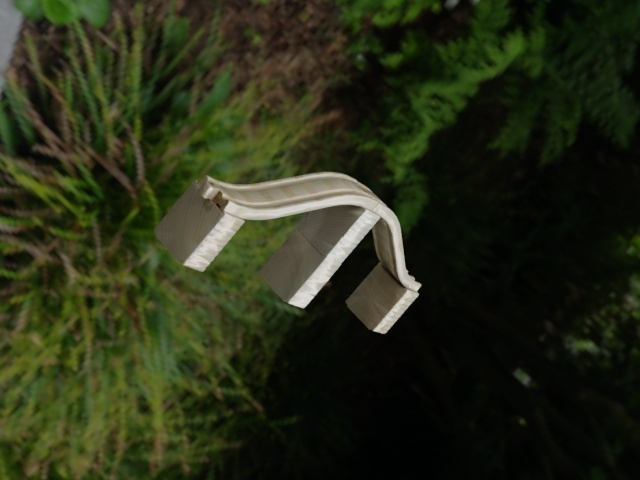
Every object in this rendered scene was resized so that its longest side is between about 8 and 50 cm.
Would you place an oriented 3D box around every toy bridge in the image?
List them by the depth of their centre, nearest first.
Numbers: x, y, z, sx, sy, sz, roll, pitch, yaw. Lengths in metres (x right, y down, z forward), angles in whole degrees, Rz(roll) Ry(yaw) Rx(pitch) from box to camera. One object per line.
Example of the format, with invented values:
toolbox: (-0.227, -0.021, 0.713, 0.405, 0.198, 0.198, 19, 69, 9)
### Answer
toy bridge: (0.000, 0.000, 0.586, 0.063, 0.026, 0.188, -49, 149, 10)
